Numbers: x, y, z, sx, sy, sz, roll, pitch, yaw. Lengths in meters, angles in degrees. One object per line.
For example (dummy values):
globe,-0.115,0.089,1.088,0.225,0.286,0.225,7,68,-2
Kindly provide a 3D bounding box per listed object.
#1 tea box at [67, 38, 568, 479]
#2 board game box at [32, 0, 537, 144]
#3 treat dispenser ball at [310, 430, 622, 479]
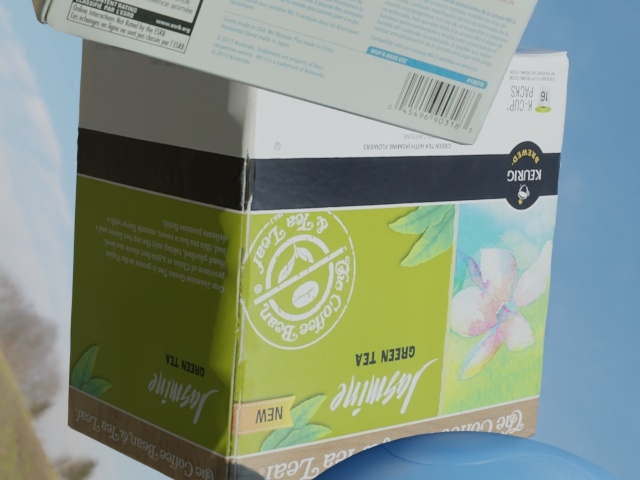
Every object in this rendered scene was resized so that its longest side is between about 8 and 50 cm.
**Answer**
tea box,0.000,0.000,1.066,0.220,0.329,0.324,15,-75,47
board game box,0.018,-0.219,0.614,0.303,0.224,0.097,-67,-154,21
treat dispenser ball,0.075,0.243,0.700,0.288,0.288,0.288,56,-17,28
